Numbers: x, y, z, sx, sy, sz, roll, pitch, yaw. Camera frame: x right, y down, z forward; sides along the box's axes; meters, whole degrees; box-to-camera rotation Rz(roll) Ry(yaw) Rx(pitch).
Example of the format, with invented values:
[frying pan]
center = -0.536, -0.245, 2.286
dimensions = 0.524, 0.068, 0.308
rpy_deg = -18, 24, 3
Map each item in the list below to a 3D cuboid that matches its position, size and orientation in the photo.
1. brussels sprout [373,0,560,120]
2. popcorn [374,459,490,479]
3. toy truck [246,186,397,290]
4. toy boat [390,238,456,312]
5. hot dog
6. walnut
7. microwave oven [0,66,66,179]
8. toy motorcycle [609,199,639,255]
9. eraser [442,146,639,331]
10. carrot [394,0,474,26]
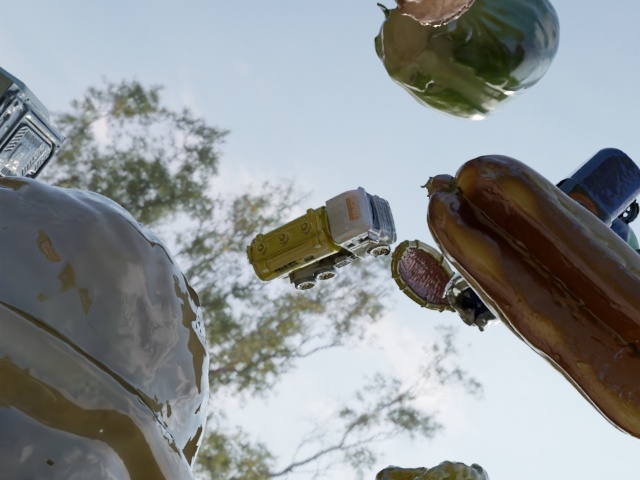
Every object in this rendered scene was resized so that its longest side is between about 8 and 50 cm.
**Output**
[brussels sprout]
center = 0.296, -0.395, 1.591
dimensions = 0.276, 0.371, 0.314
rpy_deg = -18, -85, 55
[popcorn]
center = 0.138, 0.354, 0.905
dimensions = 0.286, 0.225, 0.174
rpy_deg = 47, -31, -13
[toy truck]
center = 0.000, 0.000, 1.282
dimensions = 0.227, 0.114, 0.098
rpy_deg = -25, -120, 25
[toy boat]
center = 0.263, 0.089, 2.039
dimensions = 0.318, 0.141, 0.099
rpy_deg = 42, 2, -37
[hot dog]
center = 0.234, 0.042, 0.778
dimensions = 0.337, 0.100, 0.135
rpy_deg = 44, -73, 11
[walnut]
center = -0.187, 0.100, 0.391
dimensions = 0.285, 0.296, 0.285
rpy_deg = 8, -45, 8
[microwave oven]
center = -0.446, -0.145, 1.065
dimensions = 0.122, 0.162, 0.208
rpy_deg = 35, -10, 7
[toy motorcycle]
center = 0.571, 0.017, 1.674
dimensions = 0.197, 0.331, 0.125
rpy_deg = 10, -29, -2
[eraser]
center = 0.332, -0.002, 1.215
dimensions = 0.101, 0.332, 0.155
rpy_deg = 50, -23, 6
[carrot]
center = 0.138, -0.486, 1.308
dimensions = 0.196, 0.196, 0.254
rpy_deg = 116, -33, -54
